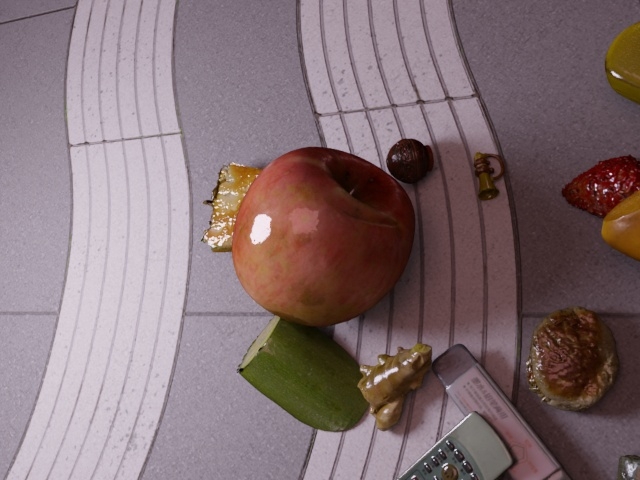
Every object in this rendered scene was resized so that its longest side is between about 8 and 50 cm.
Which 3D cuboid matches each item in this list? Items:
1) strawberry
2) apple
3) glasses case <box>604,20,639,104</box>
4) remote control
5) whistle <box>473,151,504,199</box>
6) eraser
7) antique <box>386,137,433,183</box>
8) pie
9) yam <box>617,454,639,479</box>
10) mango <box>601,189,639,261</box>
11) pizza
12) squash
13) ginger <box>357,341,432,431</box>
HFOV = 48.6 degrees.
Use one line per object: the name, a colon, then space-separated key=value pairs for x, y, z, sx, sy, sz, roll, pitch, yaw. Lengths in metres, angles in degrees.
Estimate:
strawberry: x=0.571 y=-0.106 z=1.360 sx=0.192 sy=0.085 sz=0.140 roll=35 pitch=91 yaw=32
apple: x=0.000 y=0.000 z=1.440 sx=0.363 sy=0.364 sz=0.364 roll=-8 pitch=69 yaw=22
glasses case: x=0.727 y=-0.298 z=1.321 sx=0.371 sy=0.141 sz=0.173 roll=35 pitch=98 yaw=32
remote control: x=0.228 y=0.446 z=1.316 sx=0.285 sy=0.038 sz=0.123 roll=-47 pitch=59 yaw=19
whistle: x=0.355 y=-0.144 z=1.499 sx=0.057 sy=0.046 sz=0.109 roll=-20 pitch=58 yaw=34
eraser: x=0.339 y=0.349 z=1.321 sx=0.089 sy=0.061 sz=0.352 roll=-40 pitch=60 yaw=8
antique: x=0.192 y=-0.174 z=1.552 sx=0.104 sy=0.104 sz=0.104 roll=-8 pitch=69 yaw=22
pie: x=0.461 y=0.214 z=1.304 sx=0.163 sy=0.079 sz=0.194 roll=-2 pitch=72 yaw=21
yam: x=0.530 y=0.451 z=1.187 sx=0.078 sy=0.078 sz=0.179 roll=6 pitch=74 yaw=27
mango: x=0.668 y=-0.049 z=1.220 sx=0.350 sy=0.201 sz=0.199 roll=-19 pitch=74 yaw=15
pizza: x=-0.175 y=-0.098 z=1.705 sx=0.289 sy=0.081 sz=0.229 roll=-39 pitch=67 yaw=7
squash: x=-0.029 y=0.287 z=1.539 sx=0.260 sy=0.189 sz=0.189 roll=35 pitch=89 yaw=-5
ginger: x=0.146 y=0.275 z=1.423 sx=0.205 sy=0.081 sz=0.115 roll=-60 pitch=35 yaw=15
